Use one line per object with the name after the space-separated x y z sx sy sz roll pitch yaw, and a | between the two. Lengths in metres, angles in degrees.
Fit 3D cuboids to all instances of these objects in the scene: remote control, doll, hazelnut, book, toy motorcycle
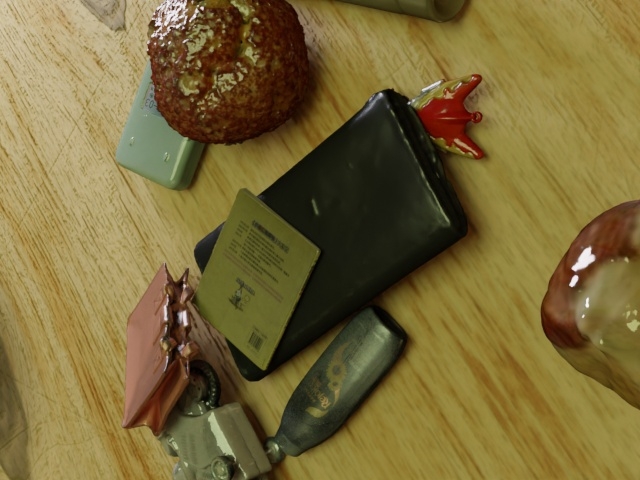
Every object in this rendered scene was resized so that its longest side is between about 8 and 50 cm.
-0.207 -0.231 1.825 0.140 0.056 0.296 24 97 29 | remote control
0.140 -0.162 1.604 0.169 0.057 0.109 6 103 44 | doll
0.363 0.080 1.333 0.261 0.241 0.261 0 90 36 | hazelnut
-0.092 0.052 1.667 0.168 0.013 0.192 39 114 34 | book
-0.151 0.303 1.718 0.171 0.110 0.260 -38 73 41 | toy motorcycle

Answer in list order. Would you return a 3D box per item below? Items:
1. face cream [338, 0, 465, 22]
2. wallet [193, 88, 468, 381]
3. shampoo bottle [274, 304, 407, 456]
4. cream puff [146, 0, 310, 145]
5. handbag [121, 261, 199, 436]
0.048 -0.375 1.676 0.341 0.084 0.137 25 97 40 | face cream
0.001 0.000 1.641 0.406 0.062 0.228 -38 67 33 | wallet
0.022 0.194 1.643 0.233 0.049 0.087 -52 60 17 | shampoo bottle
-0.131 -0.251 1.690 0.240 0.164 0.240 -1 87 11 | cream puff
-0.224 0.152 1.718 0.157 0.059 0.212 -57 26 35 | handbag
